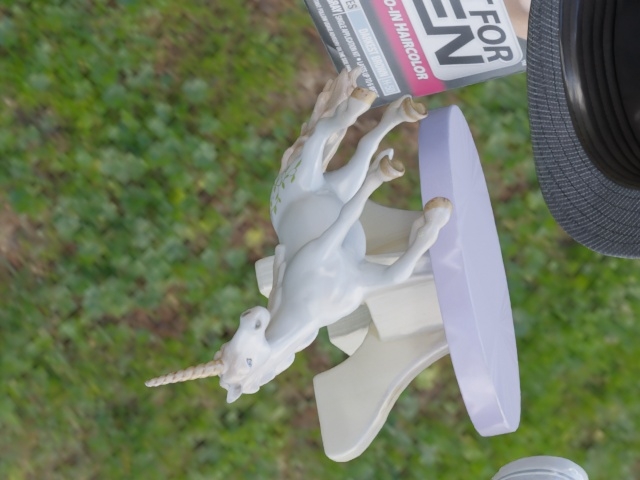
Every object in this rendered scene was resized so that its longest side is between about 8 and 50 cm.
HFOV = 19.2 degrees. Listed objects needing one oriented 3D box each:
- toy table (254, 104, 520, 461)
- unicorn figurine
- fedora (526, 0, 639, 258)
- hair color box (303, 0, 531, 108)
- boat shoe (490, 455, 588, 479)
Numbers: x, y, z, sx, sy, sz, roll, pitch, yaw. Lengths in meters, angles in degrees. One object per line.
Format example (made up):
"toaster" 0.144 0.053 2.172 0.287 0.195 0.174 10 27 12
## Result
"toy table" 0.061 0.038 1.558 0.161 0.274 0.252 -14 150 14
"unicorn figurine" 0.000 0.000 0.778 0.060 0.162 0.111 38 116 -12
"fedora" 0.231 -0.122 1.066 0.124 0.244 0.275 5 80 -32
"hair color box" 0.173 -0.230 1.372 0.375 0.113 0.185 -13 142 14
"boat shoe" 0.132 0.226 1.473 0.184 0.063 0.066 -29 118 37
